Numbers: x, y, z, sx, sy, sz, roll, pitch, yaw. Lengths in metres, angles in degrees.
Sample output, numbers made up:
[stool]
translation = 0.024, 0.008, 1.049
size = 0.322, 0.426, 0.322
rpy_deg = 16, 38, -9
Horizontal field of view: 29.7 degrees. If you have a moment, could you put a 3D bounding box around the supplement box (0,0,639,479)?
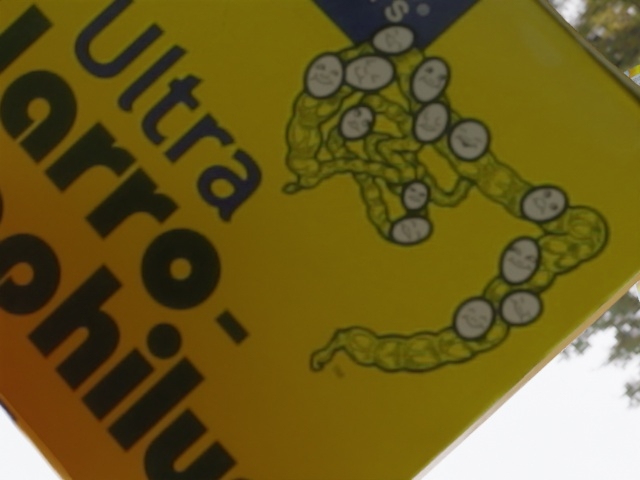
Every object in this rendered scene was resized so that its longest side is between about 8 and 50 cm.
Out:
[supplement box]
translation = 0.000, 0.000, 0.503
size = 0.195, 0.356, 0.194
rpy_deg = -43, -100, 1

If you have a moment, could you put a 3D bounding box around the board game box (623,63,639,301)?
[board game box]
translation = 0.311, 0.001, 0.850
size = 0.144, 0.142, 0.275
rpy_deg = -1, -109, -46
